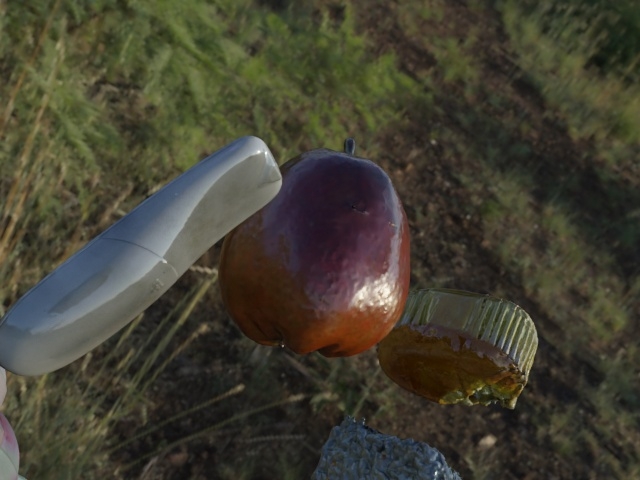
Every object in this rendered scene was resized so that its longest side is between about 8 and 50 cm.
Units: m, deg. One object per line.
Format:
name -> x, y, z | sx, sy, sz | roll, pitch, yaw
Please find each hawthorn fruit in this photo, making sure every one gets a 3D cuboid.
hawthorn fruit -> 0.000, 0.000, 1.066 | 0.224, 0.260, 0.224 | 14, -7, 2

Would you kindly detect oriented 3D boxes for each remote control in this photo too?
remote control -> -0.118, 0.017, 0.634 | 0.044, 0.229, 0.073 | 49, -8, 34

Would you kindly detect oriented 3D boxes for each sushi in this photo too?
sushi -> 0.097, 0.332, 1.260 | 0.225, 0.136, 0.126 | 16, -18, 41

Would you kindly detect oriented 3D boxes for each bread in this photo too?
bread -> 0.221, 0.182, 1.544 | 0.250, 0.179, 0.133 | 11, 42, 19

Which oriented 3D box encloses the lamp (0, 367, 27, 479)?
lamp -> -0.437, 0.197, 1.038 | 0.247, 0.301, 0.247 | 7, 43, -11
